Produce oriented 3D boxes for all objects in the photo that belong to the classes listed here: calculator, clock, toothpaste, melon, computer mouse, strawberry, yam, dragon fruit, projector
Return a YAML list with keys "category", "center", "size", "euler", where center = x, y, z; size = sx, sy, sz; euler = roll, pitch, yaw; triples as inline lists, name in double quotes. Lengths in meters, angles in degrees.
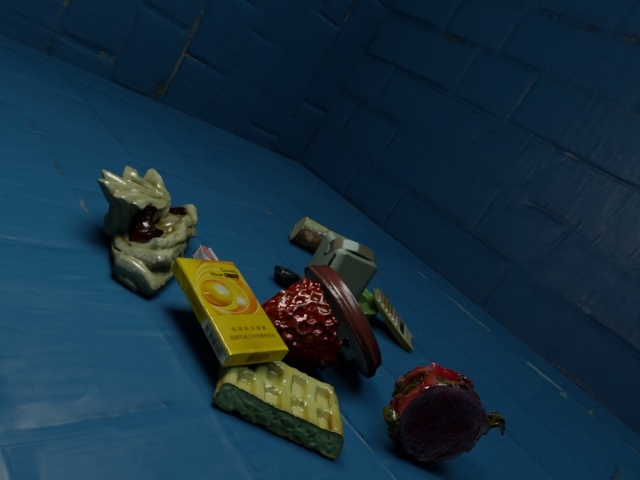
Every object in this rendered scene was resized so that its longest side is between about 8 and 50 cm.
- category: "calculator"
  center: [0.242, 0.263, 1.679]
  size: [0.236, 0.033, 0.157]
  euler: [57, 15, -2]
- category: "clock"
  center: [0.043, 0.204, 1.240]
  size: [0.318, 0.080, 0.318]
  euler: [58, -14, 23]
- category: "toothpaste"
  center: [-0.285, 0.081, 1.305]
  size: [0.047, 0.040, 0.196]
  euler: [22, 17, -43]
- category: "melon"
  center: [0.141, 0.226, 1.680]
  size: [0.118, 0.064, 0.209]
  euler: [36, 17, 13]
- category: "computer mouse"
  center: [-0.109, 0.115, 1.551]
  size: [0.079, 0.047, 0.135]
  euler: [29, 4, 15]
- category: "strawberry"
  center: [-0.068, 0.209, 1.119]
  size: [0.178, 0.234, 0.234]
  euler: [-10, 36, -27]
- category: "yam"
  center: [-0.001, 0.001, 2.016]
  size: [0.238, 0.129, 0.128]
  euler: [30, -21, -13]
- category: "dragon fruit"
  center: [0.259, 0.381, 1.107]
  size: [0.282, 0.211, 0.147]
  euler: [6, 13, -13]
- category: "projector"
  center: [0.061, 0.098, 1.572]
  size: [0.163, 0.242, 0.177]
  euler: [23, 18, -25]

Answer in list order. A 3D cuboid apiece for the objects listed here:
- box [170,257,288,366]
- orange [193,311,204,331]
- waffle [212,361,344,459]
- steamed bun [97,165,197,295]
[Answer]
- category: "box"
  center: [-0.189, 0.138, 1.010]
  size: [0.152, 0.043, 0.269]
  euler: [9, 34, -49]
- category: "orange"
  center: [-0.234, 0.161, 1.063]
  size: [0.083, 0.083, 0.083]
  euler: [30, 14, -8]
- category: "waffle"
  center: [-0.076, 0.303, 0.962]
  size: [0.274, 0.057, 0.168]
  euler: [29, 14, -11]
- category: "steamed bun"
  center: [-0.426, -0.059, 1.205]
  size: [0.247, 0.189, 0.428]
  euler: [22, 16, -9]
